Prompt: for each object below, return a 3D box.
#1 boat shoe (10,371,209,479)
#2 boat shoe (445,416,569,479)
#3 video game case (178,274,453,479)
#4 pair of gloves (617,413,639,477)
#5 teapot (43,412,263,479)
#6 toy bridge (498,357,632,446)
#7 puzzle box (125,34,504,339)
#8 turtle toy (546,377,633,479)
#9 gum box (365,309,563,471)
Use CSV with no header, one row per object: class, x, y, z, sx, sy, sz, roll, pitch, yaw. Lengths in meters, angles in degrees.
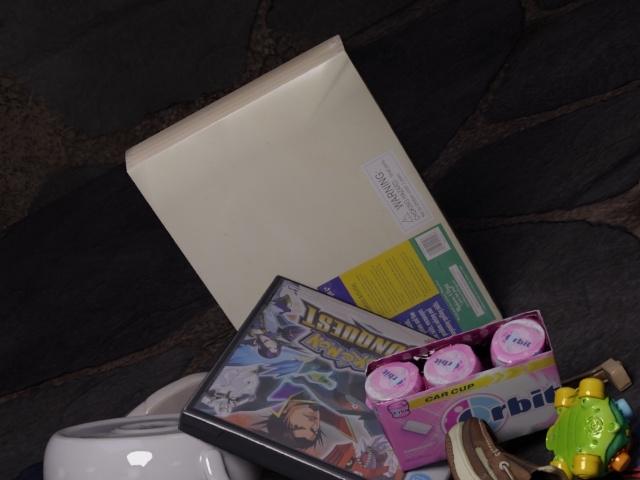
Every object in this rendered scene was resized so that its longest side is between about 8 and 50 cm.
boat shoe,-0.257,0.266,2.200,0.340,0.127,0.158,-40,29,-20
boat shoe,0.188,0.242,1.698,0.095,0.095,0.257,-30,32,9
video game case,0.028,0.164,1.934,0.275,0.035,0.248,22,41,11
pair of gloves,0.362,0.166,1.714,0.198,0.023,0.159,-12,31,54
teapot,-0.172,0.288,1.971,0.252,0.187,0.256,-4,0,9
toy bridge,0.229,0.176,1.881,0.188,0.026,0.063,-33,20,-6
puzzle box,0.000,0.000,2.067,0.272,0.409,0.052,-28,30,7
turtle toy,0.253,0.186,1.737,0.130,0.066,0.095,143,136,-66
gum box,0.141,0.150,1.821,0.188,0.107,0.062,-18,42,3
